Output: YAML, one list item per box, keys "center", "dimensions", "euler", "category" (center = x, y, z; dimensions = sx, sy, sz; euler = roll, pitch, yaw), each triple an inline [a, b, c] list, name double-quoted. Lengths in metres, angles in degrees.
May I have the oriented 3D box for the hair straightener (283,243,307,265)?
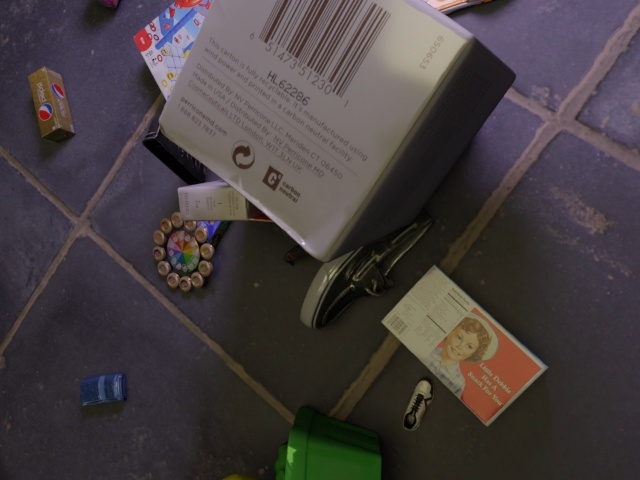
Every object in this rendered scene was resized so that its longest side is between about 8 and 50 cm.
- center: [0.000, 0.000, 1.094]
  dimensions: [0.047, 0.089, 0.230]
  euler: [50, 140, -4]
  category: "hair straightener"

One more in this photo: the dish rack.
- center: [-0.209, -0.208, 1.151]
  dimensions: [0.271, 0.208, 0.074]
  euler: [-6, 67, 17]
  category: "dish rack"

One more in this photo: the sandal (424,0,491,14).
- center: [0.298, -0.521, 1.070]
  dimensions: [0.265, 0.076, 0.102]
  euler: [-20, 79, 16]
  category: "sandal"

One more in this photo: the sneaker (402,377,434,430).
- center: [0.189, 0.318, 1.039]
  dimensions: [0.040, 0.044, 0.109]
  euler: [19, 89, 22]
  category: "sneaker"

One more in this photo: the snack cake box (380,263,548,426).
- center: [0.262, 0.188, 1.003]
  dimensions: [0.264, 0.089, 0.152]
  euler: [45, 97, 17]
  category: "snack cake box"

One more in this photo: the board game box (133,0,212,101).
- center: [-0.236, -0.429, 1.238]
  dimensions: [0.302, 0.086, 0.308]
  euler: [-34, 75, 13]
  category: "board game box"

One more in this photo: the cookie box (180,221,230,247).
- center: [-0.255, -0.054, 1.230]
  dimensions: [0.092, 0.040, 0.107]
  euler: [35, 97, 19]
  category: "cookie box"

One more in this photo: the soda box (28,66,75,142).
- center: [-0.700, -0.353, 1.404]
  dimensions: [0.061, 0.058, 0.181]
  euler: [-22, 78, 16]
  category: "soda box"

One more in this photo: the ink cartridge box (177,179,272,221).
- center: [-0.081, -0.086, 1.038]
  dimensions: [0.261, 0.296, 0.066]
  euler: [2, 102, 18]
  category: "ink cartridge box"

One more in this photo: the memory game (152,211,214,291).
- center: [-0.316, 0.027, 1.230]
  dimensions: [0.186, 0.012, 0.186]
  euler: [5, 100, 29]
  category: "memory game"

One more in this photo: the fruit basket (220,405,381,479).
- center: [-0.076, 0.509, 0.980]
  dimensions: [0.392, 0.283, 0.392]
  euler: [0, 85, 4]
  category: "fruit basket"

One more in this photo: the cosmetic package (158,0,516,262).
- center: [0.048, -0.218, 0.829]
  dimensions: [0.329, 0.393, 0.327]
  euler: [39, 114, 16]
  category: "cosmetic package"

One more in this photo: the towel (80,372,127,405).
- center: [-0.519, 0.355, 1.284]
  dimensions: [0.119, 0.029, 0.067]
  euler: [-11, 80, 18]
  category: "towel"

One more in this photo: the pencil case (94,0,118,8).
- center: [-0.516, -0.711, 1.358]
  dimensions: [0.104, 0.104, 0.236]
  euler: [29, 96, 19]
  category: "pencil case"

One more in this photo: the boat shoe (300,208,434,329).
- center: [0.092, 0.055, 1.057]
  dimensions: [0.119, 0.121, 0.335]
  euler: [39, 95, 23]
  category: "boat shoe"
